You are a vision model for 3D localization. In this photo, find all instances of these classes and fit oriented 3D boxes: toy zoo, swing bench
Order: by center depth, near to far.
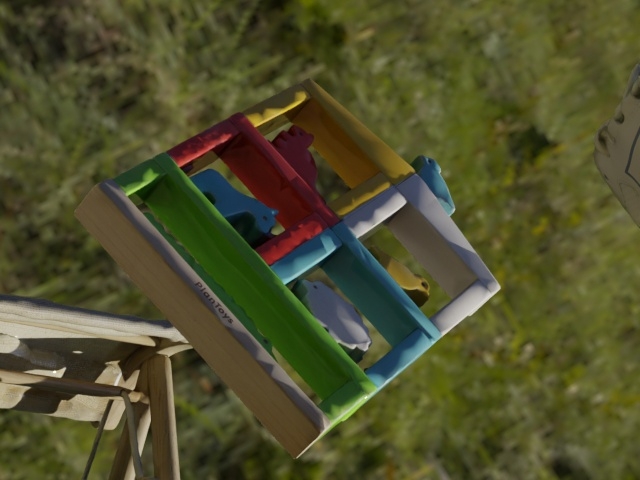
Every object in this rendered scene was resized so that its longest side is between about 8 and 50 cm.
[{"bbox_3d":[0.000,0.000,1.163,0.192,0.293,0.030,47,-56,6],"label":"toy zoo"},{"bbox_3d":[-0.219,0.165,1.330,0.165,0.253,0.255,-6,-105,49],"label":"swing bench"}]

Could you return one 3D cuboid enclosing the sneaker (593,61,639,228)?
[{"bbox_3d":[0.180,-0.047,0.872,0.129,0.111,0.297,23,-27,33],"label":"sneaker"}]
